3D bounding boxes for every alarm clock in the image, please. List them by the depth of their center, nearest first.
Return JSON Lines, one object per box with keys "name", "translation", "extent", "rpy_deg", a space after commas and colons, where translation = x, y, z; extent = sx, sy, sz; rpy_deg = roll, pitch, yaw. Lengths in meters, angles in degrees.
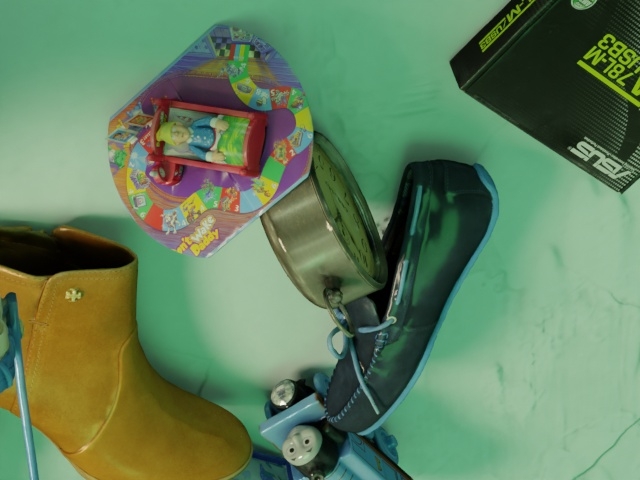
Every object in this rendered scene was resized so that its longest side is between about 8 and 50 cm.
{"name": "alarm clock", "translation": [0.000, 0.000, 1.179], "extent": [0.064, 0.192, 0.129], "rpy_deg": [-27, 131, 12]}

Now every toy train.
{"name": "toy train", "translation": [0.018, 0.195, 1.419], "extent": [0.080, 0.105, 0.184], "rpy_deg": [-31, 131, 14]}

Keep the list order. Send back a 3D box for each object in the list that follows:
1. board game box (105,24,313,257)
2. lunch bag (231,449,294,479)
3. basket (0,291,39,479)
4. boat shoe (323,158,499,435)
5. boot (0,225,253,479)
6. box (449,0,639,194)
{"name": "board game box", "translation": [-0.087, -0.069, 1.140], "extent": [0.168, 0.133, 0.033], "rpy_deg": [-38, 166, 21]}
{"name": "lunch bag", "translation": [-0.110, 0.247, 1.442], "extent": [0.151, 0.096, 0.129], "rpy_deg": [19, 125, -40]}
{"name": "basket", "translation": [-0.287, 0.073, 0.917], "extent": [0.254, 0.201, 0.289], "rpy_deg": [-2, 101, -16]}
{"name": "boat shoe", "translation": [0.051, 0.039, 1.305], "extent": [0.089, 0.109, 0.258], "rpy_deg": [15, 110, -24]}
{"name": "boot", "translation": [-0.168, 0.094, 1.284], "extent": [0.295, 0.104, 0.211], "rpy_deg": [11, 128, -18]}
{"name": "box", "translation": [0.227, -0.143, 1.207], "extent": [0.190, 0.045, 0.184], "rpy_deg": [29, 117, -33]}
